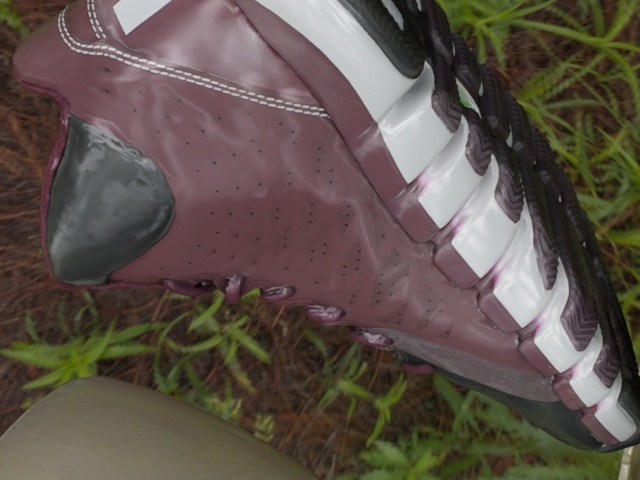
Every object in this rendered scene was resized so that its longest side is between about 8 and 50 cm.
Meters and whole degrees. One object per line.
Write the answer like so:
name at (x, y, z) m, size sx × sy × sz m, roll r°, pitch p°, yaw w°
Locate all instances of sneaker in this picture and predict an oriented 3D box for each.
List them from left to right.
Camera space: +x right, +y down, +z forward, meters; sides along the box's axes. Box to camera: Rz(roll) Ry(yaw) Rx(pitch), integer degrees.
sneaker at (0.000, 0.000, 0.481) m, size 0.162 × 0.106 × 0.281 m, roll -26°, pitch 124°, yaw 21°

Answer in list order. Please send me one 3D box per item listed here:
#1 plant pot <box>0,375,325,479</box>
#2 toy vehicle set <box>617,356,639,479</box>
plant pot at (-0.035, 0.213, 0.523) m, size 0.191 × 0.284 × 0.284 m, roll 11°, pitch 99°, yaw 14°
toy vehicle set at (0.135, 0.148, 0.520) m, size 0.035 × 0.166 × 0.266 m, roll 10°, pitch 97°, yaw 8°
